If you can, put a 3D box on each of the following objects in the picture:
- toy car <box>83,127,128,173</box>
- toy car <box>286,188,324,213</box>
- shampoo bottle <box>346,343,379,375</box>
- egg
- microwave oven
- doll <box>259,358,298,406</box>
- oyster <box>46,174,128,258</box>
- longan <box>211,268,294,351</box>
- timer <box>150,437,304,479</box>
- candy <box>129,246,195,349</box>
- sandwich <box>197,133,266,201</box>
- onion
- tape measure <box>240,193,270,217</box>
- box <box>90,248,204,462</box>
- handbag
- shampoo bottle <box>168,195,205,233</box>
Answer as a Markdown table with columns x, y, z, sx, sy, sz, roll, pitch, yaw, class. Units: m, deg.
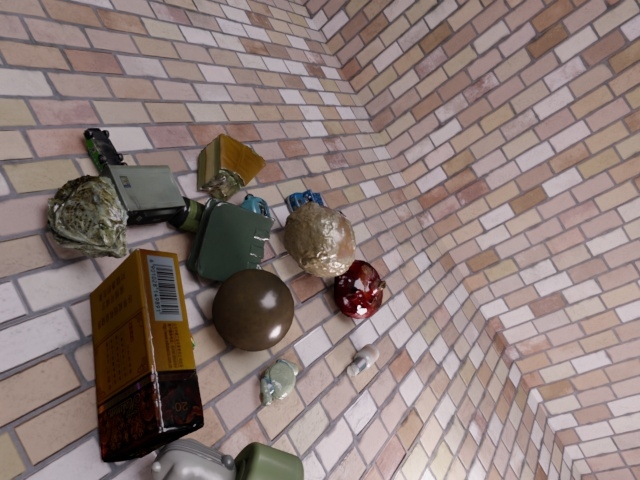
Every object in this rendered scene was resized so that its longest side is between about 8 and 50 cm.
| x | y | z | sx | sy | sz | roll | pitch | yaw | class |
| --- | --- | --- | --- | --- | --- | --- | --- | --- | --- |
| -0.638 | -0.255 | 1.414 | 0.165 | 0.062 | 0.071 | 59 | 32 | 6 | toy car |
| -0.050 | -0.163 | 2.065 | 0.191 | 0.100 | 0.097 | -7 | 73 | -50 | toy car |
| 0.161 | 0.465 | 1.846 | 0.074 | 0.074 | 0.192 | 59 | 33 | 2 | shampoo bottle |
| 0.000 | 0.000 | 1.843 | 0.310 | 0.279 | 0.279 | 46 | 27 | 26 | egg |
| -0.528 | -0.127 | 1.394 | 0.205 | 0.129 | 0.163 | -12 | 75 | -55 | microwave oven |
| -0.129 | 0.435 | 1.498 | 0.104 | 0.071 | 0.214 | 57 | 30 | -3 | doll |
| -0.588 | -0.052 | 1.221 | 0.112 | 0.198 | 0.268 | 75 | -2 | -59 | oyster |
| -0.200 | 0.213 | 1.449 | 0.258 | 0.258 | 0.258 | 32 | 41 | -33 | longan |
| -0.241 | 0.570 | 1.102 | 0.315 | 0.291 | 0.291 | 32 | 38 | -8 | timer |
| -0.449 | 0.170 | 1.297 | 0.124 | 0.124 | 0.365 | -1 | 55 | -52 | candy |
| -0.312 | -0.231 | 1.738 | 0.227 | 0.155 | 0.198 | 23 | 49 | -41 | sandwich |
| 0.168 | 0.194 | 1.948 | 0.252 | 0.219 | 0.252 | 25 | 54 | -41 | onion |
| -0.241 | -0.101 | 1.784 | 0.125 | 0.081 | 0.146 | 28 | 44 | -63 | tape measure |
| -0.412 | 0.263 | 1.105 | 0.115 | 0.264 | 0.415 | 12 | 52 | -48 | box |
| -0.277 | 0.012 | 1.541 | 0.260 | 0.079 | 0.248 | 19 | 85 | -43 | handbag |
| -0.355 | -0.054 | 1.581 | 0.283 | 0.101 | 0.101 | 23 | 46 | -41 | shampoo bottle |
